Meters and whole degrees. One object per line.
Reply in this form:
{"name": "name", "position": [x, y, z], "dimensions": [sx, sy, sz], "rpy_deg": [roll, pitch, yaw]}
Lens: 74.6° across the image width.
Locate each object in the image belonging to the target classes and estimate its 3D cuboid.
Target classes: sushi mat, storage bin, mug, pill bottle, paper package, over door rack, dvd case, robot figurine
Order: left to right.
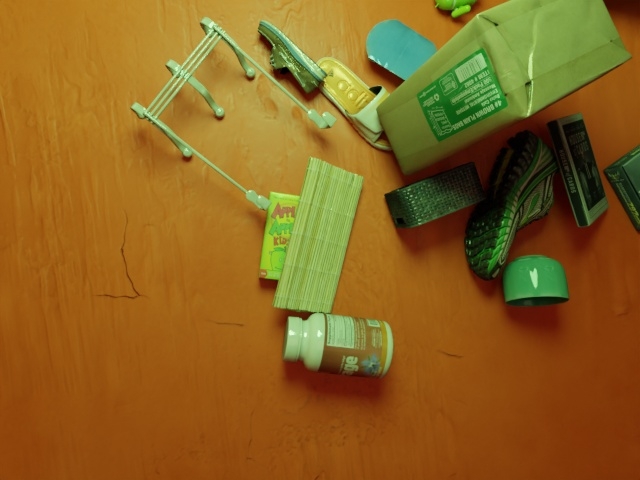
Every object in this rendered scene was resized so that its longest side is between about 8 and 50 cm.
{"name": "over door rack", "position": [-0.172, -0.244, 0.853], "dimensions": [0.324, 0.108, 0.240], "rpy_deg": [37, 85, -8]}
{"name": "sushi mat", "position": [0.000, 0.000, 0.884], "dimensions": [0.151, 0.019, 0.317], "rpy_deg": [12, 93, -39]}
{"name": "pill bottle", "position": [0.033, 0.218, 0.882], "dimensions": [0.215, 0.121, 0.121], "rpy_deg": [8, 90, -8]}
{"name": "storage bin", "position": [0.243, -0.096, 0.906], "dimensions": [0.180, 0.122, 0.085], "rpy_deg": [-22, 94, -7]}
{"name": "robot figurine", "position": [0.305, -0.554, 0.936], "dimensions": [0.115, 0.067, 0.101], "rpy_deg": [-15, 105, -7]}
{"name": "paper package", "position": [0.310, -0.285, 0.777], "dimensions": [0.309, 0.324, 0.168], "rpy_deg": [-31, 95, -22]}
{"name": "mug", "position": [0.477, 0.093, 0.950], "dimensions": [0.129, 0.158, 0.098], "rpy_deg": [-2, 72, 9]}
{"name": "dvd case", "position": [0.590, -0.166, 0.957], "dimensions": [0.179, 0.029, 0.239], "rpy_deg": [-22, 95, -42]}

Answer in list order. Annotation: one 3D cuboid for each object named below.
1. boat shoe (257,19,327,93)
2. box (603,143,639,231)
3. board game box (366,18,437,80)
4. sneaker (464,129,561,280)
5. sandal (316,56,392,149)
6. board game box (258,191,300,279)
{"name": "boat shoe", "position": [-0.073, -0.384, 0.884], "dimensions": [0.183, 0.066, 0.066], "rpy_deg": [44, 106, 7]}
{"name": "box", "position": [0.834, -0.159, 1.021], "dimensions": [0.232, 0.059, 0.184], "rpy_deg": [-33, 94, -8]}
{"name": "board game box", "position": [0.179, -0.412, 0.935], "dimensions": [0.168, 0.033, 0.133], "rpy_deg": [31, 70, -2]}
{"name": "sneaker", "position": [0.438, -0.065, 0.929], "dimensions": [0.146, 0.134, 0.344], "rpy_deg": [27, 87, -8]}
{"name": "sandal", "position": [0.093, -0.297, 0.905], "dimensions": [0.265, 0.076, 0.102], "rpy_deg": [38, 86, -7]}
{"name": "board game box", "position": [-0.075, -0.007, 0.902], "dimensions": [0.092, 0.043, 0.182], "rpy_deg": [8, 90, -8]}
